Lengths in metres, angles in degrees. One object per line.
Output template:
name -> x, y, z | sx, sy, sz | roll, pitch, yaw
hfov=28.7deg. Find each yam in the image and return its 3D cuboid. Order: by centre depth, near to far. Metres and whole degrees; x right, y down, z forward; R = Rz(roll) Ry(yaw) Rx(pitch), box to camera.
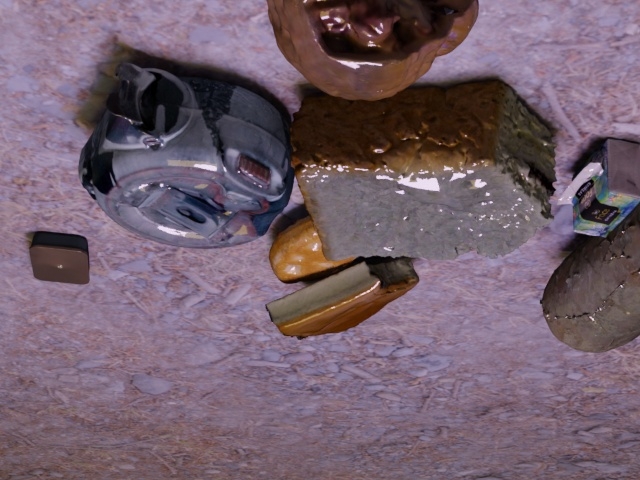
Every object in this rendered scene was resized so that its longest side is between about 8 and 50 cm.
yam -> 0.438, 0.038, 1.747 | 0.168, 0.168, 0.304 | 9, 152, -11

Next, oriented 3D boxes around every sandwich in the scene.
sandwich -> 0.138, -0.077, 1.591 | 0.325, 0.131, 0.262 | -2, 151, 8
sandwich -> 0.061, 0.089, 1.947 | 0.212, 0.063, 0.245 | -24, 169, 22

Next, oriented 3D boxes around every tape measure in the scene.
tape measure -> -0.169, -0.092, 1.579 | 0.275, 0.147, 0.256 | 16, 151, -21

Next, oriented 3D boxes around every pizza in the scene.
pizza -> 0.001, -0.002, 1.828 | 0.127, 0.058, 0.246 | 14, 150, -20

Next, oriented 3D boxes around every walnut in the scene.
walnut -> 0.037, -0.220, 1.322 | 0.238, 0.141, 0.204 | 23, 151, -29

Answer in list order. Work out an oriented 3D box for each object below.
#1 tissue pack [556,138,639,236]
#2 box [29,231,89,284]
tissue pack -> 0.363, -0.070, 1.631 | 0.079, 0.085, 0.111 | 10, 153, -11
box -> -0.406, 0.028, 1.959 | 0.091, 0.031, 0.126 | 5, 153, -4
